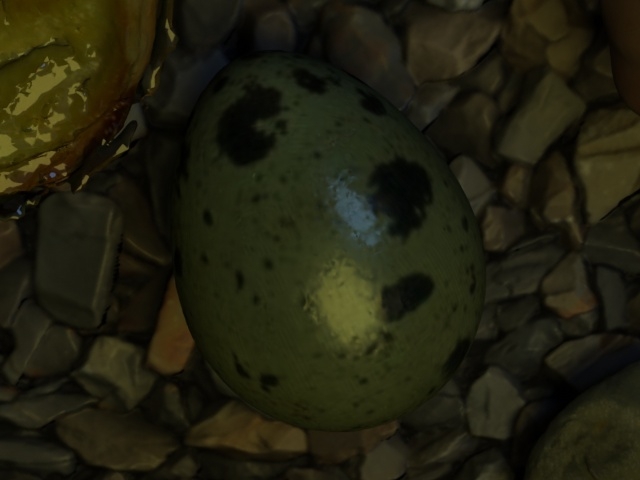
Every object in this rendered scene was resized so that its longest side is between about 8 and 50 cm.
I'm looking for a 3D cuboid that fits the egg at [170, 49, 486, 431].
[{"bbox_3d":[0.000,0.000,0.709,0.177,0.177,0.228,-20,108,-1],"label":"egg"}]

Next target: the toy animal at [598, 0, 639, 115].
[{"bbox_3d":[0.255,-0.118,0.709,0.166,0.154,0.250,-29,130,31],"label":"toy animal"}]

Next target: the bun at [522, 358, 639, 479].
[{"bbox_3d":[0.262,0.195,0.908,0.220,0.134,0.220,-8,122,-13],"label":"bun"}]

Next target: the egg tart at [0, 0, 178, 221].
[{"bbox_3d":[-0.209,-0.134,0.631,0.278,0.095,0.279,-9,125,-13],"label":"egg tart"}]
